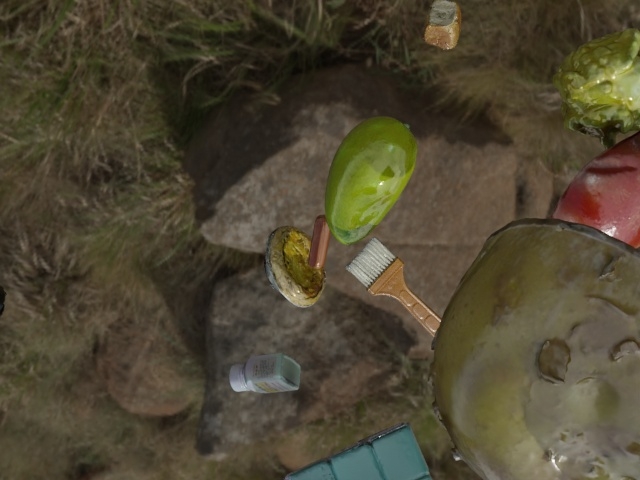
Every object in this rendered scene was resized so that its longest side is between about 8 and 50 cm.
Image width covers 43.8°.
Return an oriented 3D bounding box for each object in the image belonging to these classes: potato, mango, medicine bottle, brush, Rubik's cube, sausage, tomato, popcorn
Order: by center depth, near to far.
[{"bbox_3d":[0.355,0.222,1.110,0.442,0.319,0.385,33,160,-1],"label":"potato"},{"bbox_3d":[0.078,0.463,1.360,0.224,0.231,0.221,-21,165,-8],"label":"Rubik's cube"},{"bbox_3d":[-0.103,0.244,1.451,0.118,0.055,0.074,-10,150,24],"label":"medicine bottle"},{"bbox_3d":[0.090,-0.126,1.550,0.149,0.185,0.273,22,138,-5],"label":"mango"},{"bbox_3d":[0.180,0.123,1.573,0.090,0.017,0.314,-46,111,0],"label":"brush"},{"bbox_3d":[0.645,-0.067,1.698,0.338,0.144,0.338,-28,144,-22],"label":"tomato"},{"bbox_3d":[0.621,-0.328,1.700,0.256,0.195,0.255,10,115,-25],"label":"popcorn"},{"bbox_3d":[0.000,0.000,1.881,0.041,0.039,0.131,22,109,36],"label":"sausage"}]

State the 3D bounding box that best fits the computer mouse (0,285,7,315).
[{"bbox_3d":[-0.585,0.104,1.206,0.241,0.146,0.077,-12,128,16],"label":"computer mouse"}]

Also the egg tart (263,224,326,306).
[{"bbox_3d":[-0.078,0.074,2.152,0.094,0.234,0.234,-23,131,32],"label":"egg tart"}]

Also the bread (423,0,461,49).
[{"bbox_3d":[0.261,-0.459,1.687,0.076,0.083,0.070,14,157,6],"label":"bread"}]
